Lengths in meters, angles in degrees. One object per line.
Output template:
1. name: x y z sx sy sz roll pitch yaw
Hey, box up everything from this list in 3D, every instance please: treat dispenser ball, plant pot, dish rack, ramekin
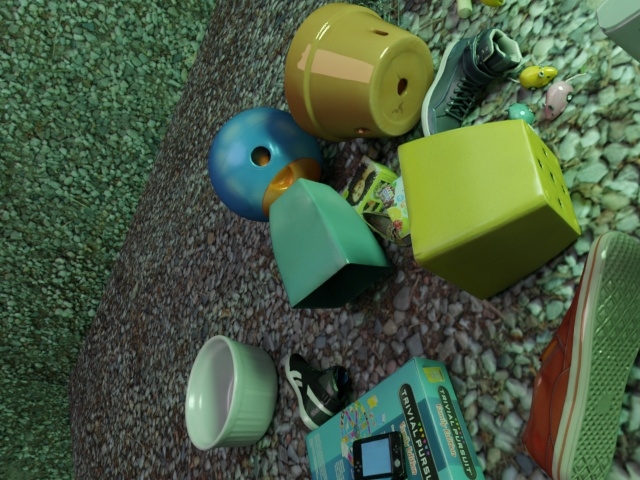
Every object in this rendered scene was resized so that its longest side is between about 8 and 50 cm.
1. treat dispenser ball: -0.139 -0.190 1.418 0.288 0.288 0.288 -29 52 47
2. plant pot: 0.264 -0.059 0.854 0.187 0.212 0.212 -26 54 33
3. plant pot: 0.000 0.000 1.163 0.165 0.165 0.234 -41 61 28
4. dish rack: 0.118 -0.574 1.411 0.208 0.074 0.272 -23 57 49
5. plant pot: 0.099 -0.337 1.172 0.203 0.290 0.291 25 97 40
6. ramekin: -0.225 0.389 1.425 0.277 0.135 0.277 -30 52 48

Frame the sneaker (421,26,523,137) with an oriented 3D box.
1. sneaker: 0.274 -0.278 1.022 0.163 0.086 0.226 8 81 64

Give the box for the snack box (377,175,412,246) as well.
1. snack box: 0.181 -0.069 1.089 0.100 0.037 0.141 -33 45 12

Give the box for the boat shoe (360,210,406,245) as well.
1. boat shoe: 0.139 -0.029 1.153 0.153 0.048 0.056 37 107 56

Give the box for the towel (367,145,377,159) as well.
1. towel: 0.107 -0.176 1.285 0.083 0.009 0.060 -62 13 18

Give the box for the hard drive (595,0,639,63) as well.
1. hard drive: 0.444 -0.207 0.538 0.203 0.307 0.040 -33 51 45

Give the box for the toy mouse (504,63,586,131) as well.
1. toy mouse: 0.358 -0.229 0.932 0.161 0.031 0.143 1 76 56

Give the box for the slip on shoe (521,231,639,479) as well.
1. slip on shoe: 0.335 0.148 0.724 0.101 0.123 0.332 15 93 61

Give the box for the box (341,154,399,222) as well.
1. box: 0.079 -0.067 1.251 0.232 0.058 0.087 -62 34 18

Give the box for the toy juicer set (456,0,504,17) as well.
1. toy juicer set: 0.340 -0.528 1.057 0.329 0.089 0.209 171 105 -82

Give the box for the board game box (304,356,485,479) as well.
1. board game box: 0.114 0.397 0.966 0.336 0.079 0.254 -46 41 35

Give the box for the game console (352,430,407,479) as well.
1. game console: 0.073 0.368 0.901 0.122 0.071 0.107 -33 50 45

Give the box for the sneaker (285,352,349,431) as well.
1. sneaker: 0.002 0.294 1.201 0.121 0.079 0.217 -46 32 11
